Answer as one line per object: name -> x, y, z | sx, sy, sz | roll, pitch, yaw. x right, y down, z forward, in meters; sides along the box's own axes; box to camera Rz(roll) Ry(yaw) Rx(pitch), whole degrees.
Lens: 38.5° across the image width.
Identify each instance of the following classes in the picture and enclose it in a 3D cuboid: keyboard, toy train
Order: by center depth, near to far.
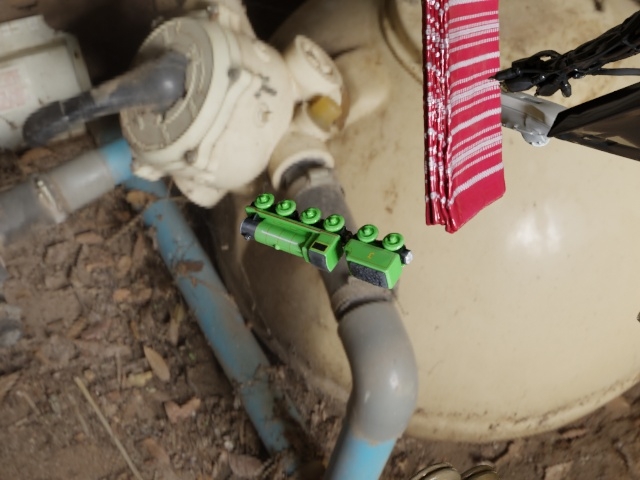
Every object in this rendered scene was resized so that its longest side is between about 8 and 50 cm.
toy train -> 0.000, 0.000, 0.392 | 0.083, 0.017, 0.024 | 18, 57, 30
keyboard -> 0.224, -0.091, 0.515 | 0.201, 0.317, 0.033 | 13, 83, -15

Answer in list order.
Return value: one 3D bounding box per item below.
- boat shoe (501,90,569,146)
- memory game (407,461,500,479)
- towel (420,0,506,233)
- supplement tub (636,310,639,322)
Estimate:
boat shoe -> 0.324, -0.176, 1.384 | 0.066, 0.063, 0.184 | -19, 36, -41
memory game -> 0.036, 0.196, 0.538 | 0.186, 0.186, 0.012 | -22, 46, -17
towel -> 0.148, -0.158, 0.907 | 0.031, 0.275, 0.199 | 4, 16, 27
supplement tub -> 0.487, 0.121, 1.229 | 0.107, 0.071, 0.071 | 46, 63, 6
